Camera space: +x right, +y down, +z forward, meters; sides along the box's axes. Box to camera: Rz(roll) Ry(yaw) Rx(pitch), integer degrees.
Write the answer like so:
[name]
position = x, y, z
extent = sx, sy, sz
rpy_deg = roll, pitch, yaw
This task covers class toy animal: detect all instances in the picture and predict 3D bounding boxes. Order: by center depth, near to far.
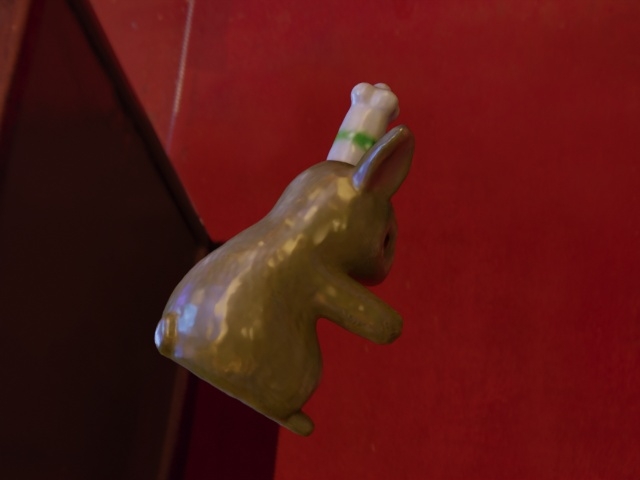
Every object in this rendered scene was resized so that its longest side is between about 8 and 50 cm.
[toy animal]
position = 0.006, 0.018, 1.131
extent = 0.363, 0.180, 0.181
rpy_deg = -45, 26, -12
